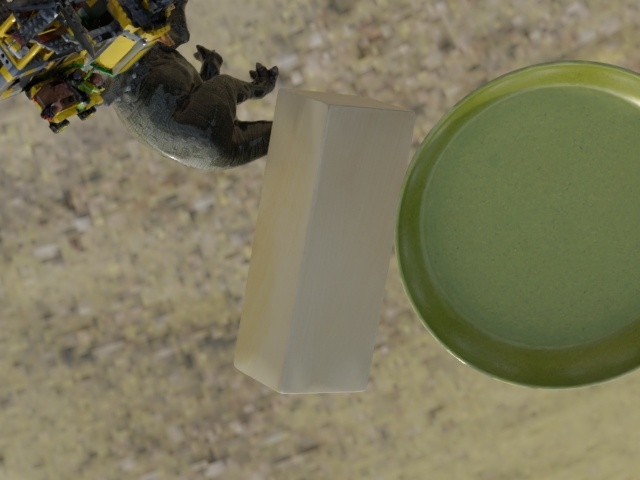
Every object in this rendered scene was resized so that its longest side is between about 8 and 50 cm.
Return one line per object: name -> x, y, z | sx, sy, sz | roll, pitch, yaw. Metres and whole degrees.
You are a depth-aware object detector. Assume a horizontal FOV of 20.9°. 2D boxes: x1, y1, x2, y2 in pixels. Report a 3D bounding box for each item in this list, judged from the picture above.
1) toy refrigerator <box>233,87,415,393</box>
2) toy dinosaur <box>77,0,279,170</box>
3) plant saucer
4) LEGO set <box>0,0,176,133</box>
toy refrigerator -> 0.000, 0.000, 1.613 | 0.102, 0.094, 0.269 | 1, 104, -36
toy dinosaur -> -0.135, -0.134, 1.623 | 0.313, 0.160, 0.121 | 41, 146, -21
plant saucer -> 0.170, -0.012, 1.228 | 0.241, 0.037, 0.240 | -1, 107, -3
LEGO set -> -0.228, -0.273, 1.375 | 0.192, 0.331, 0.255 | -37, 170, 39
